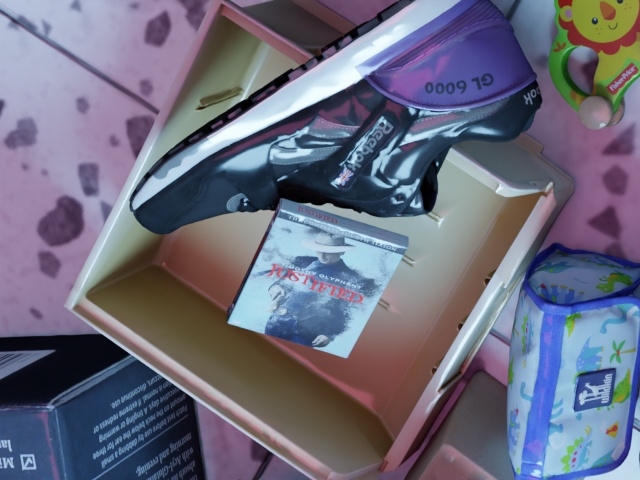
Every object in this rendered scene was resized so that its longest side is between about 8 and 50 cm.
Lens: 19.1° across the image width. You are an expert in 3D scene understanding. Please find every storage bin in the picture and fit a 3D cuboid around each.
[{"bbox_3d":[0.000,0.000,1.339,0.260,0.123,0.262,34,113,13],"label":"storage bin"}]

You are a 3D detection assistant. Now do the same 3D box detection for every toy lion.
[{"bbox_3d":[0.191,-0.139,1.275,0.096,0.034,0.100,50,117,13],"label":"toy lion"}]

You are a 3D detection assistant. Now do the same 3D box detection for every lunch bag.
[{"bbox_3d":[0.167,0.083,1.272,0.096,0.151,0.129,11,106,21],"label":"lunch bag"}]

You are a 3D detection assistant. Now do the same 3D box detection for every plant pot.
[{"bbox_3d":[0.114,0.176,1.349,0.109,0.096,0.109,36,115,11],"label":"plant pot"}]

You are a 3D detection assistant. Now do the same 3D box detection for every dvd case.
[{"bbox_3d":[-0.003,0.026,1.229,0.087,0.013,0.119,17,135,-10],"label":"dvd case"}]

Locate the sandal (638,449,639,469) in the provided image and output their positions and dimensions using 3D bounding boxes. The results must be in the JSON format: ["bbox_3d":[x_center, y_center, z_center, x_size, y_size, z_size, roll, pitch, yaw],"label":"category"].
[{"bbox_3d":[0.304,0.233,1.305,0.097,0.054,0.254,-30,90,26],"label":"sandal"}]

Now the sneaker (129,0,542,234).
[{"bbox_3d":[0.007,-0.051,1.202,0.283,0.107,0.124,-30,96,26],"label":"sneaker"}]

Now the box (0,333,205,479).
[{"bbox_3d":[-0.249,0.284,1.469,0.293,0.212,0.395,-3,101,23],"label":"box"}]

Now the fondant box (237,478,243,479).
[{"bbox_3d":[0.013,0.359,1.352,0.238,0.096,0.330,10,109,35],"label":"fondant box"}]
